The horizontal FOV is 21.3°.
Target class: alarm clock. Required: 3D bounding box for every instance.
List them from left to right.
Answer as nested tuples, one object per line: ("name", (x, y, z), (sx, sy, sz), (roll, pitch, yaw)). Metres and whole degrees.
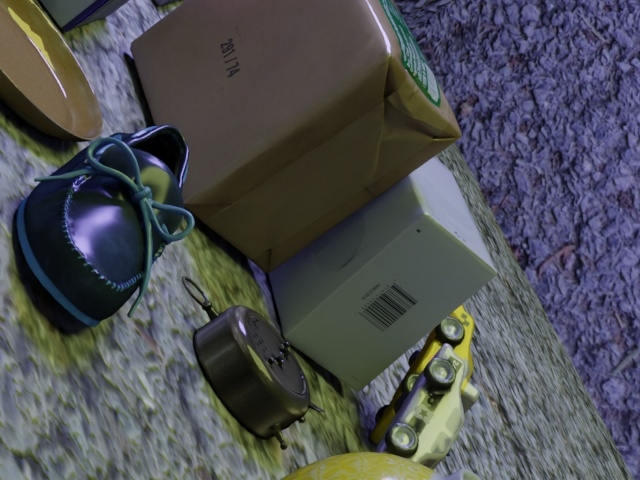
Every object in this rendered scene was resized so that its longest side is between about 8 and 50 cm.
("alarm clock", (-0.075, 0.110, 1.673), (0.192, 0.064, 0.129), (51, 13, -2))

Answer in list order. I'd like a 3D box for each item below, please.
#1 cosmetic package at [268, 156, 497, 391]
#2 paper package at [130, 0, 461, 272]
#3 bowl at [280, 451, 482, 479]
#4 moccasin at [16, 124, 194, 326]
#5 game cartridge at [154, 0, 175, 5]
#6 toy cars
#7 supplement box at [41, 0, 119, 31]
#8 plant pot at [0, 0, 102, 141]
("cosmetic package", (0.061, 0.013, 2.012), (0.138, 0.224, 0.225), (38, 20, -32))
("paper package", (-0.038, -0.181, 1.989), (0.168, 0.309, 0.325), (41, 19, -42))
("bowl", (0.102, 0.302, 1.599), (0.289, 0.156, 0.289), (51, 13, -16))
("moccasin", (-0.185, -0.041, 1.517), (0.138, 0.117, 0.342), (50, 13, -19))
("game cartridge", (-0.251, -0.464, 2.534), (0.230, 0.068, 0.355), (58, 12, -6))
("toy cars", (0.125, 0.190, 1.899), (0.087, 0.176, 0.394), (33, 13, 1))
("supplement box", (-0.264, -0.327, 1.993), (0.114, 0.111, 0.220), (53, 12, -5))
("plant pot", (-0.301, -0.187, 1.671), (0.236, 0.032, 0.236), (52, 13, -16))
